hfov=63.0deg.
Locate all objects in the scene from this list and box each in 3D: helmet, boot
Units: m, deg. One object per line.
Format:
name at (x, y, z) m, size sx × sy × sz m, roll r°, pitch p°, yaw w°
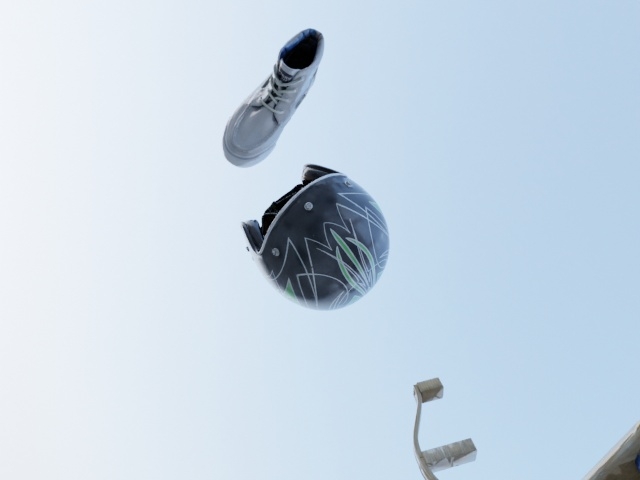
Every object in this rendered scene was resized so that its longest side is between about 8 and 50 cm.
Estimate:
helmet at (0.000, 0.000, 0.600) m, size 0.161 × 0.169 × 0.170 m, roll 32°, pitch -50°, yaw 54°
boot at (-0.077, -0.245, 0.862) m, size 0.095 × 0.258 × 0.123 m, roll 29°, pitch -27°, yaw -3°

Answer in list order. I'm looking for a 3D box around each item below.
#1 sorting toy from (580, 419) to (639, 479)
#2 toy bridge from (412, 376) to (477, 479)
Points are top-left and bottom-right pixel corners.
sorting toy at (0.320, 0.237, 0.475) m, size 0.132 × 0.046 × 0.275 m, roll 13°, pitch -54°, yaw -3°
toy bridge at (0.136, 0.234, 0.562) m, size 0.188 × 0.063 × 0.026 m, roll -111°, pitch -168°, yaw -52°
